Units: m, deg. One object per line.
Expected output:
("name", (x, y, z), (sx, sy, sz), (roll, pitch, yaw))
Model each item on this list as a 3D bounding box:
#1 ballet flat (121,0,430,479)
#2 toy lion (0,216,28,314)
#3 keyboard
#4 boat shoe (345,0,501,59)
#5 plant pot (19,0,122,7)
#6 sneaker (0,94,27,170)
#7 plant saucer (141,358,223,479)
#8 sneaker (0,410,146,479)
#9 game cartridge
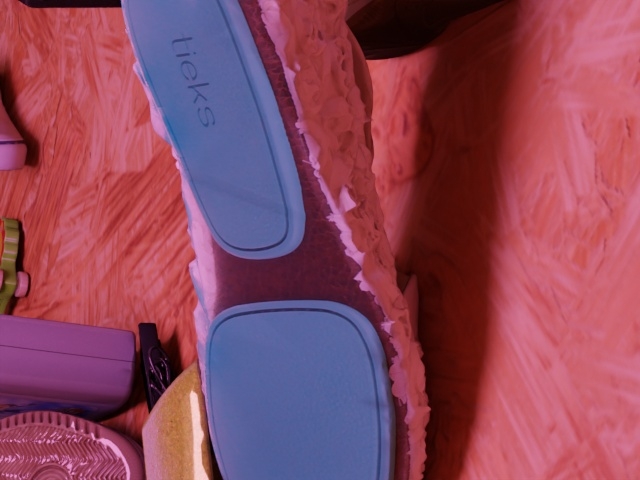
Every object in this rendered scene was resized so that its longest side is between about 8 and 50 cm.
("ballet flat", (0.000, 0.000, 1.000), (0.147, 0.147, 0.409), (30, 135, 59))
("toy lion", (-0.302, 0.032, 1.673), (0.096, 0.034, 0.100), (-107, 34, -46))
("keyboard", (-0.102, 0.152, 1.298), (0.100, 0.038, 0.192), (98, 161, -60))
("boat shoe", (0.059, -0.160, 0.991), (0.223, 0.080, 0.073), (155, 111, -63))
("plant pot", (-0.185, -0.279, 1.363), (0.167, 0.188, 0.187), (59, 136, 31))
("sneaker", (-0.342, -0.131, 1.699), (0.258, 0.094, 0.091), (35, 120, 59))
("plant saucer", (-0.071, 0.190, 1.105), (0.188, 0.045, 0.188), (73, -171, -68))
("sneaker", (-0.224, 0.200, 1.453), (0.282, 0.153, 0.099), (-8, 74, 30))
("game cartridge", (-0.269, 0.112, 1.419), (0.297, 0.198, 0.062), (-24, 56, 59))
